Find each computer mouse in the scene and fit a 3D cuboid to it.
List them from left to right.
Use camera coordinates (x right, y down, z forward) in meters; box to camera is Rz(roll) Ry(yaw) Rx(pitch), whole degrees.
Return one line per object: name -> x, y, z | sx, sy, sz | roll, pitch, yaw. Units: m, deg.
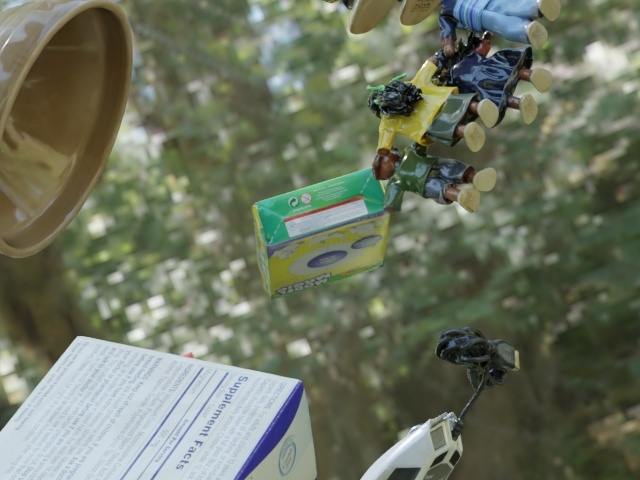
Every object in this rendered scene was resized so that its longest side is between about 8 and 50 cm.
computer mouse -> 0.060, 0.141, 1.291 | 0.193, 0.042, 0.106 | -59, -21, 6

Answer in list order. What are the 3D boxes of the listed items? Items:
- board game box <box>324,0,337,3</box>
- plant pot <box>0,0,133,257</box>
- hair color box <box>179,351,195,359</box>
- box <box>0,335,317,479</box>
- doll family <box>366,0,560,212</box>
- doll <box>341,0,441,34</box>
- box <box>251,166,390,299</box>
board game box -> 0.046, -0.211, 0.996 | 0.048, 0.141, 0.170 | 15, -19, -36
plant pot -> -0.265, -0.112, 1.696 | 0.110, 0.237, 0.237 | 21, -1, 16
hair color box -> -0.080, 0.144, 1.252 | 0.053, 0.093, 0.167 | -22, -20, -5
box -> -0.090, 0.122, 1.002 | 0.137, 0.072, 0.126 | 9, 40, 24
doll family -> 0.089, -0.111, 1.367 | 0.193, 0.111, 0.076 | -55, -44, -17
doll -> 0.002, -0.202, 1.148 | 0.129, 0.189, 0.046 | -14, -32, -35
box -> 0.000, 0.000, 1.609 | 0.105, 0.043, 0.179 | -17, -15, -5
